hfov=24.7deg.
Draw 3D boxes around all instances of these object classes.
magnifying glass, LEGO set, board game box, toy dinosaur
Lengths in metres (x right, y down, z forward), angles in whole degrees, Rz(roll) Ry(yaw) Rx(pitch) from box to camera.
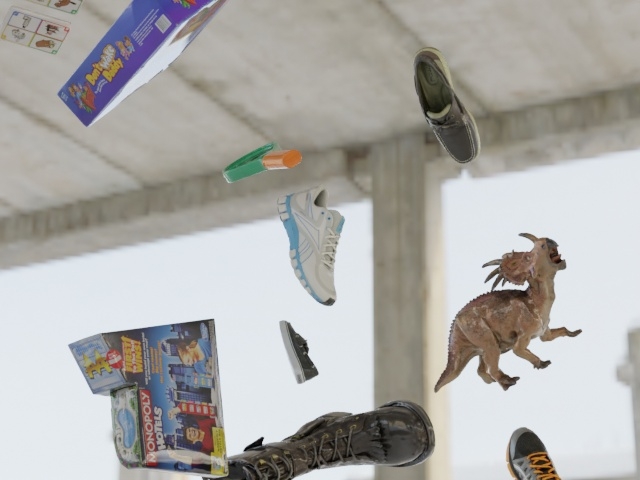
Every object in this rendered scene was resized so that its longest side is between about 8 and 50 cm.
[{"bbox_3d":[-0.077,-0.112,2.072,0.092,0.026,0.231,-32,10,-16],"label":"magnifying glass"},{"bbox_3d":[-0.382,-0.319,1.658,0.244,0.060,0.182,13,-48,-29],"label":"LEGO set"},{"bbox_3d":[-0.261,-0.342,2.357,0.078,0.233,0.347,48,-40,-4],"label":"board game box"},{"bbox_3d":[-0.198,0.174,1.679,0.060,0.194,0.194,-21,-24,35],"label":"board game box"},{"bbox_3d":[0.287,0.120,2.342,0.295,0.200,0.127,-32,3,15],"label":"toy dinosaur"}]

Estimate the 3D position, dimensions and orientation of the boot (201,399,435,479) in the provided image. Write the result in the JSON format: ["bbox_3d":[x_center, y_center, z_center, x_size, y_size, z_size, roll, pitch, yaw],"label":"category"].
[{"bbox_3d":[-0.004,0.286,1.920,0.229,0.091,0.263,-13,-1,-44],"label":"boot"}]

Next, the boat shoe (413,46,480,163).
[{"bbox_3d":[0.216,-0.232,2.598,0.080,0.224,0.073,-16,15,26],"label":"boat shoe"}]

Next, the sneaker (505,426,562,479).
[{"bbox_3d":[0.397,0.429,2.599,0.084,0.215,0.083,-9,-25,-20],"label":"sneaker"}]

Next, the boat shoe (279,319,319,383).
[{"bbox_3d":[-0.037,0.184,2.436,0.040,0.142,0.049,-16,-48,-5],"label":"boat shoe"}]

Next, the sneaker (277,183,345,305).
[{"bbox_3d":[0.000,0.000,2.017,0.083,0.191,0.071,-27,-32,18],"label":"sneaker"}]
